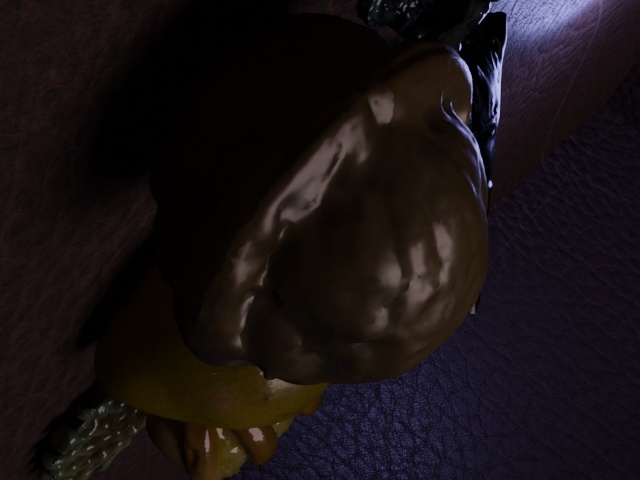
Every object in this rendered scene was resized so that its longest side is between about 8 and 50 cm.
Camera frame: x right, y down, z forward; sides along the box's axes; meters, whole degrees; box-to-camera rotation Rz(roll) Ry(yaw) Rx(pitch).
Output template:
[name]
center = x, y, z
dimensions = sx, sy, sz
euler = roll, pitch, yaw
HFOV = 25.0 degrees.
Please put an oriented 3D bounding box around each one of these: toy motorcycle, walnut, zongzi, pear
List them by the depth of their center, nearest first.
[walnut]
center = -0.006, -0.039, 1.400
dimensions = 0.383, 0.383, 0.383
euler = -44, 170, -10
[toy motorcycle]
center = 0.132, -0.286, 1.665
dimensions = 0.159, 0.106, 0.270
euler = -50, 159, 7
[pear]
center = -0.125, 0.102, 1.814
dimensions = 0.285, 0.336, 0.284
euler = -1, 90, -80
[zongzi]
center = 0.105, -0.123, 1.943
dimensions = 0.362, 0.319, 0.383
euler = -15, 131, -55

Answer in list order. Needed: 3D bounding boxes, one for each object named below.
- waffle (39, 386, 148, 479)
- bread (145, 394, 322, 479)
[waffle]
center = -0.316, 0.270, 2.186
dimensions = 0.292, 0.056, 0.309
euler = -42, 168, -21
[bread]
center = -0.121, 0.230, 2.092
dimensions = 0.270, 0.211, 0.315
euler = -57, 176, -9
